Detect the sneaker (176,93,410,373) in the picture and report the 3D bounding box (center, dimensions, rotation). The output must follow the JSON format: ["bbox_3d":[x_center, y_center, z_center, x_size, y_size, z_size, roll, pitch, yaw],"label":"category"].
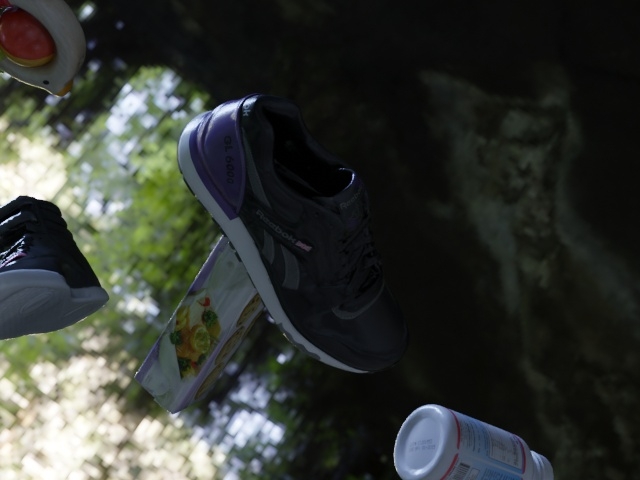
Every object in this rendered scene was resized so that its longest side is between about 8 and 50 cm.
[{"bbox_3d":[0.000,0.000,1.328,0.124,0.107,0.283,-18,-63,50],"label":"sneaker"}]

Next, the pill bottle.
[{"bbox_3d":[0.160,0.230,1.597,0.160,0.087,0.087,25,-22,-32],"label":"pill bottle"}]

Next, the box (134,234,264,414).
[{"bbox_3d":[-0.085,0.043,1.586,0.063,0.067,0.324,41,-61,13],"label":"box"}]

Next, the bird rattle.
[{"bbox_3d":[-0.376,-0.276,1.897,0.207,0.143,0.253,26,-46,3],"label":"bird rattle"}]

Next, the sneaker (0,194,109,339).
[{"bbox_3d":[-0.339,0.023,1.726,0.147,0.105,0.296,57,7,8],"label":"sneaker"}]
